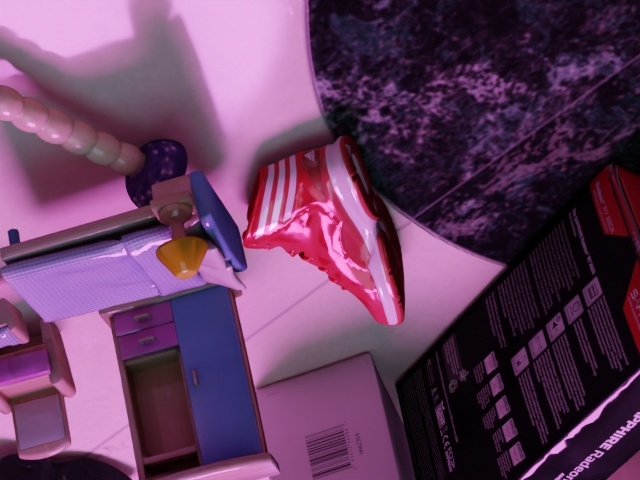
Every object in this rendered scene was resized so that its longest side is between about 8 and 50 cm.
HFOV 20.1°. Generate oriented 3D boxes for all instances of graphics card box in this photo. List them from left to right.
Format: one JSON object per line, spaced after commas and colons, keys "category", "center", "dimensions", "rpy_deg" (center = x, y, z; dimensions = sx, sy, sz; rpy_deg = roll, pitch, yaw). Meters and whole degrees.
{"category": "graphics card box", "center": [0.227, 0.132, 1.776], "dimensions": [0.094, 0.233, 0.371], "rpy_deg": [20, 128, -30]}

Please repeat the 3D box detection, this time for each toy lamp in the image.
{"category": "toy lamp", "center": [-0.243, -0.103, 1.540], "dimensions": [0.275, 0.080, 0.080], "rpy_deg": [28, 125, -34]}

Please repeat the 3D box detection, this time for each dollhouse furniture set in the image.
{"category": "dollhouse furniture set", "center": [-0.194, 0.107, 1.619], "dimensions": [0.286, 0.198, 0.303], "rpy_deg": [-15, 156, 4]}

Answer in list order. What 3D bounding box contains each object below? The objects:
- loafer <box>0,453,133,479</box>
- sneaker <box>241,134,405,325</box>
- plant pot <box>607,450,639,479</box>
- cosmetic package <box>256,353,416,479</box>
{"category": "loafer", "center": [-0.276, 0.266, 1.946], "dimensions": [0.170, 0.062, 0.061], "rpy_deg": [17, 152, -23]}
{"category": "sneaker", "center": [0.000, 0.000, 1.712], "dimensions": [0.128, 0.087, 0.221], "rpy_deg": [-12, 126, 13]}
{"category": "plant pot", "center": [0.406, 0.220, 1.874], "dimensions": [0.323, 0.280, 0.323], "rpy_deg": [-7, 137, -6]}
{"category": "cosmetic package", "center": [0.040, 0.284, 1.902], "dimensions": [0.138, 0.224, 0.224], "rpy_deg": [-19, 136, 8]}
